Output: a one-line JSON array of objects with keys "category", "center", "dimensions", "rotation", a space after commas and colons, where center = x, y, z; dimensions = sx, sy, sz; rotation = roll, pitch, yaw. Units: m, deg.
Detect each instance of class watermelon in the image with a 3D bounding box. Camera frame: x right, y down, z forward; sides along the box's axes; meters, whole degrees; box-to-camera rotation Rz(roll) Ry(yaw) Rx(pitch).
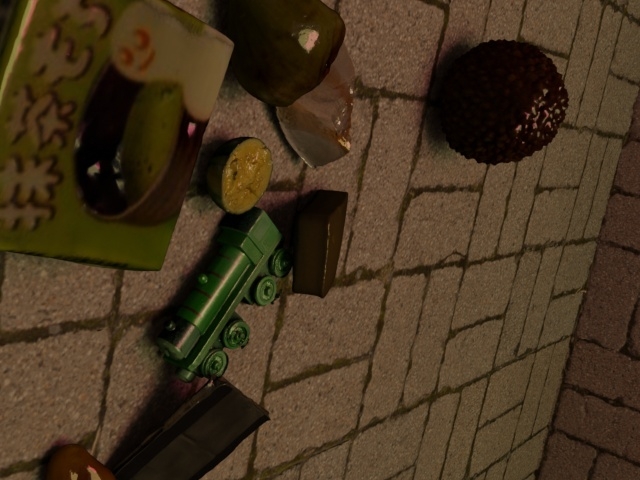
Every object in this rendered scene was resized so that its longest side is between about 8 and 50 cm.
[{"category": "watermelon", "center": [-0.113, -0.089, 1.051], "dimensions": [0.105, 0.062, 0.105], "rotation": [-43, 144, -41]}]

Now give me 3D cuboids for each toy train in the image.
[{"category": "toy train", "center": [-0.131, 0.072, 1.095], "dimensions": [0.251, 0.085, 0.119], "rotation": [-58, 139, -23]}]

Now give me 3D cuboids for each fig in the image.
[{"category": "fig", "center": [-0.048, -0.260, 1.006], "dimensions": [0.154, 0.144, 0.166], "rotation": [-27, 128, 1]}]

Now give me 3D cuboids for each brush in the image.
[{"category": "brush", "center": [0.000, 0.000, 1.195], "dimensions": [0.197, 0.059, 0.123], "rotation": [-60, 156, -73]}]

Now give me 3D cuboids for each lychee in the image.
[{"category": "lychee", "center": [0.333, -0.246, 1.462], "dimensions": [0.236, 0.271, 0.236], "rotation": [-3, 108, -10]}]

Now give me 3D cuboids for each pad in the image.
[{"category": "pad", "center": [-0.186, 0.291, 1.108], "dimensions": [0.233, 0.022, 0.174], "rotation": [-43, 144, -3]}]

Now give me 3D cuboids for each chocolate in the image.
[{"category": "chocolate", "center": [-0.242, -0.123, 0.780], "dimensions": [0.288, 0.137, 0.301], "rotation": [14, 94, -56]}]

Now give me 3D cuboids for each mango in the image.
[{"category": "mango", "center": [-0.293, 0.297, 0.984], "dimensions": [0.080, 0.060, 0.114], "rotation": [-25, 126, -25]}]

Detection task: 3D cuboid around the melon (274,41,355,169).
[{"category": "melon", "center": [-0.007, -0.199, 1.130], "dimensions": [0.139, 0.093, 0.202], "rotation": [1, 100, -48]}]
